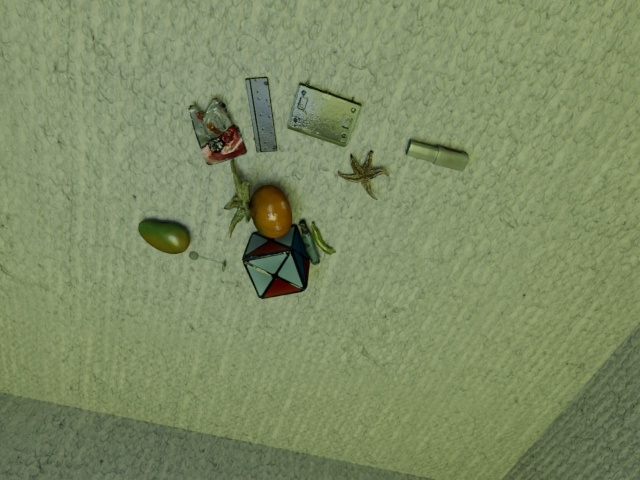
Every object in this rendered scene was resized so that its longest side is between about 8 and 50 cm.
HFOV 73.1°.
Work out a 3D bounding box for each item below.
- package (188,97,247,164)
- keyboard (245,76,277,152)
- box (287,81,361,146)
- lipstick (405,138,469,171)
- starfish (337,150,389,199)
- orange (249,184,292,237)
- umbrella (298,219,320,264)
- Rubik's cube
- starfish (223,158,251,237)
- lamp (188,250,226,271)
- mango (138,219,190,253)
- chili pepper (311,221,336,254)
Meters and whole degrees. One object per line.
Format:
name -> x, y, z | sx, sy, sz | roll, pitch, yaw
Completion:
package -> -0.442, -0.459, 1.823 | 0.194, 0.071, 0.269 | -11, 133, 12
keyboard -> -0.248, -0.517, 1.800 | 0.101, 0.018, 0.309 | -4, 121, 3
box -> 0.015, -0.517, 1.773 | 0.270, 0.045, 0.211 | 18, 122, -8
lipstick -> 0.489, -0.363, 1.825 | 0.253, 0.079, 0.077 | 13, 122, -4
starfish -> 0.192, -0.283, 1.902 | 0.213, 0.057, 0.238 | -14, 116, 20
orange -> -0.224, -0.125, 1.912 | 0.171, 0.240, 0.240 | -18, 122, -16
umbrella -> -0.053, 0.011, 2.091 | 0.052, 0.053, 0.250 | -13, 119, 10
Rubik's cube -> -0.201, 0.100, 2.038 | 0.250, 0.246, 0.248 | -11, 119, 9
starfish -> -0.345, -0.155, 1.865 | 0.078, 0.358, 0.347 | 1, 130, -30
lamp -> -0.572, 0.106, 2.175 | 0.198, 0.056, 0.050 | 16, 124, -3
mango -> -0.751, -0.018, 2.070 | 0.251, 0.114, 0.156 | 13, 128, -6
chili pepper -> -0.001, 0.001, 2.089 | 0.049, 0.043, 0.208 | -16, 123, 40
